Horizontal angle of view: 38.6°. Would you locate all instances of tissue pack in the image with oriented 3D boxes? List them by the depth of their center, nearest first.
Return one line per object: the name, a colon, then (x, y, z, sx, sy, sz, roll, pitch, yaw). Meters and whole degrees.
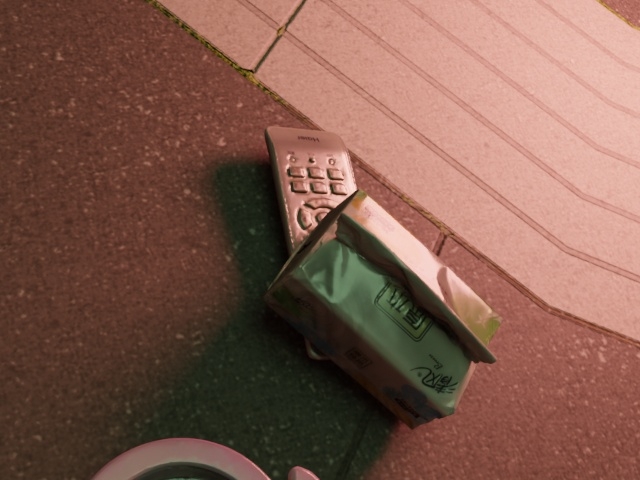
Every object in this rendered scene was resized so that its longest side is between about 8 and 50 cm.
tissue pack: (0.083, 0.065, 0.998, 0.229, 0.145, 0.159, 43, 53, -6)

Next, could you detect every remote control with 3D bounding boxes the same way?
remote control: (0.000, 0.000, 1.111, 0.109, 0.055, 0.313, 2, 63, -29)

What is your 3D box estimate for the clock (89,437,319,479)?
clock: (-0.096, 0.345, 0.801, 0.339, 0.102, 0.338, 8, 56, -12)
